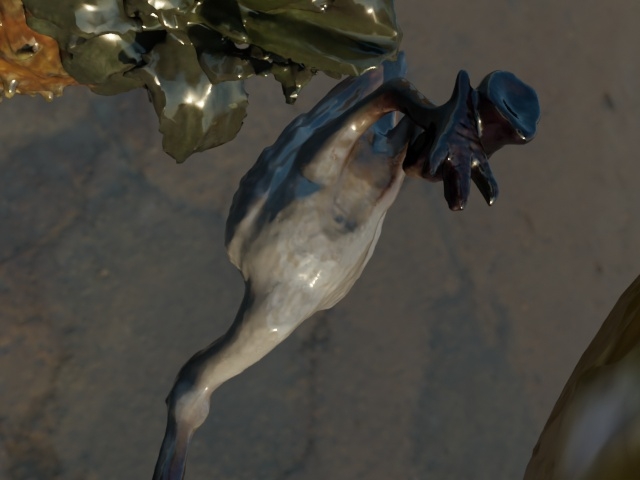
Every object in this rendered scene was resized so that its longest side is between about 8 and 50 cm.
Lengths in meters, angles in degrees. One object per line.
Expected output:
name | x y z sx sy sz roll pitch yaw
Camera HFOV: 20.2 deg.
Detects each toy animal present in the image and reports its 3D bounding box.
toy animal | -0.010 -0.001 1.071 0.090 0.324 0.195 37 20 -21

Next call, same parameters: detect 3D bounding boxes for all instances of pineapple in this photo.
pineapple | -0.095 -0.124 0.868 0.141 0.310 0.170 -36 122 -37

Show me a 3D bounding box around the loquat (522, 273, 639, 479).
loquat | 0.183 0.109 0.348 0.328 0.328 0.328 44 32 -37
